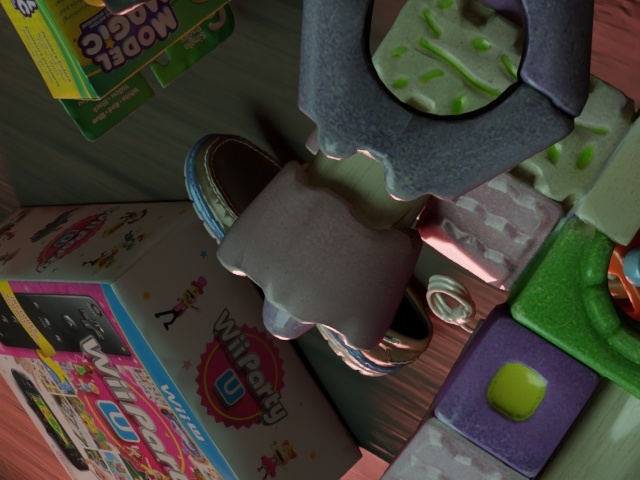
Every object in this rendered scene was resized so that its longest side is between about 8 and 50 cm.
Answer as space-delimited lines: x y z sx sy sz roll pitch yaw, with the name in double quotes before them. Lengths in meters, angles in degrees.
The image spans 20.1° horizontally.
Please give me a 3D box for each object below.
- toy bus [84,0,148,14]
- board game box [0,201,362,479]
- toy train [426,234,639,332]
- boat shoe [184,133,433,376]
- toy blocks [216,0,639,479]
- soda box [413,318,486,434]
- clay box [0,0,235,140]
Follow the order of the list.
"toy bus" -0.018 -0.190 0.768 0.332 0.130 0.108 -4 124 57
"board game box" -0.135 0.089 1.334 0.303 0.097 0.224 -2 124 56
"toy train" 0.134 0.038 0.932 0.166 0.046 0.125 -12 114 56
"boat shoe" 0.000 0.000 1.066 0.183 0.066 0.066 43 149 -10
"toy blocks" 0.092 0.052 0.598 0.288 0.260 0.309 33 -174 2
"soda box" 0.151 0.155 0.937 0.092 0.083 0.263 8 146 43
"clay box" -0.120 -0.174 0.942 0.053 0.127 0.222 6 131 52
